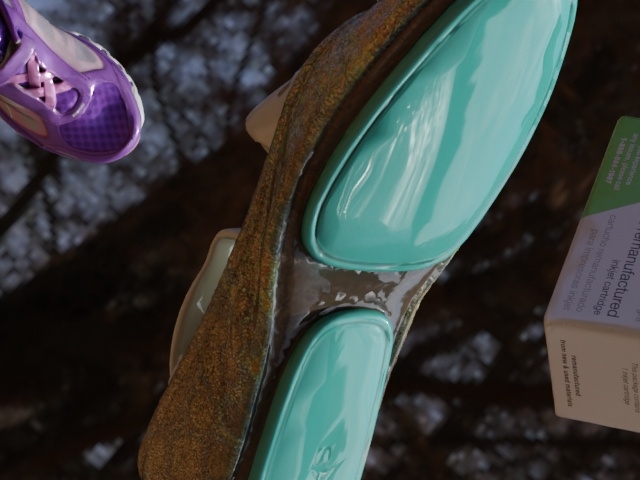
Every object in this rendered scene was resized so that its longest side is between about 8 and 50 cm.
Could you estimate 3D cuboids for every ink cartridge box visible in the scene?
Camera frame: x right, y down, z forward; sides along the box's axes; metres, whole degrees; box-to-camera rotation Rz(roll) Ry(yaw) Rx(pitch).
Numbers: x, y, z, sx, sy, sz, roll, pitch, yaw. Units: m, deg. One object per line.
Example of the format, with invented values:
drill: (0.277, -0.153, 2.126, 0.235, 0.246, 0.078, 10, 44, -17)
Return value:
ink cartridge box: (0.310, 0.038, 1.257, 0.273, 0.198, 0.115, 9, -39, 21)

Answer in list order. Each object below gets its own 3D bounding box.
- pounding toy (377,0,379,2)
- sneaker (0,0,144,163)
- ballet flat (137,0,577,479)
pounding toy: (0.073, -0.152, 1.366, 0.130, 0.100, 0.141, -106, -176, -48)
sneaker: (-0.229, -0.136, 1.403, 0.236, 0.095, 0.104, 42, 5, -20)
ballet flat: (0.000, 0.000, 0.862, 0.123, 0.123, 0.348, 29, -69, 19)
